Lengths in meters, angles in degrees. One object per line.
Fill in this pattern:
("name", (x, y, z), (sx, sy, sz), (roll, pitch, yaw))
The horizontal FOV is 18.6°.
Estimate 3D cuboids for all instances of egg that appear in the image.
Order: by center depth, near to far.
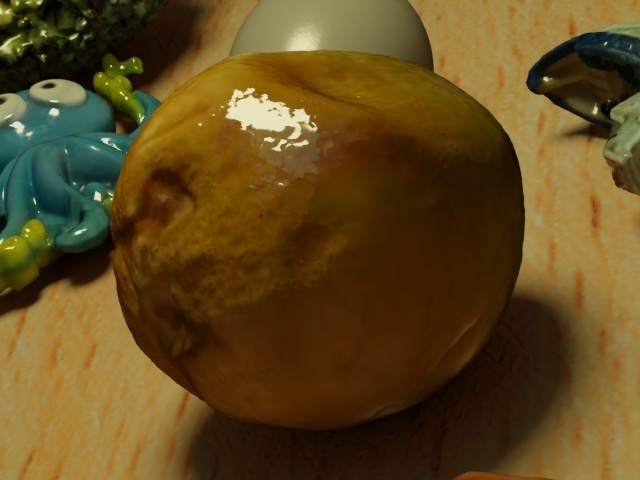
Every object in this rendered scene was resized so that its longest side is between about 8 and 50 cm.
("egg", (0.005, -0.131, 1.659), (0.176, 0.176, 0.232), (-7, 36, 23))

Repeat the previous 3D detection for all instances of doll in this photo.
("doll", (-0.258, -0.070, 1.797), (0.346, 0.099, 0.341), (-25, 28, -11))

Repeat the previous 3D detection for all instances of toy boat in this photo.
("toy boat", (0.244, -0.099, 1.517), (0.115, 0.114, 0.262), (-30, 29, -10))

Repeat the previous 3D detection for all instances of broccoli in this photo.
("broccoli", (-0.294, -0.266, 2.036), (0.272, 0.324, 0.334), (28, 23, 0))

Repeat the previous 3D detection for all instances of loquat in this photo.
("loquat", (0.000, 0.000, 1.358), (0.276, 0.276, 0.284), (6, 19, 39))

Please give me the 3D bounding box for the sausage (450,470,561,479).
("sausage", (0.131, 0.166, 1.194), (0.131, 0.041, 0.039), (1, 56, 35))
